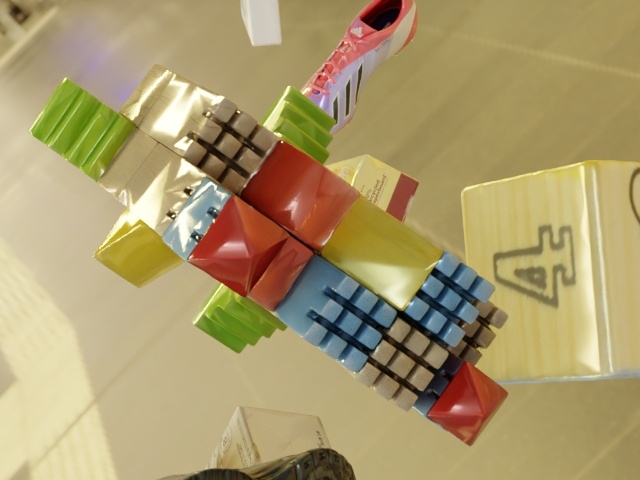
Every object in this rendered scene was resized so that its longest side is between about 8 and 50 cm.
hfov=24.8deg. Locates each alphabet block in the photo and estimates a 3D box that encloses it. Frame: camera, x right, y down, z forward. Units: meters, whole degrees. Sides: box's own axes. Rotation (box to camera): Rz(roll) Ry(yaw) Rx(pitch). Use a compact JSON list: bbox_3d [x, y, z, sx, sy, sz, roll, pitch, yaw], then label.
[{"bbox_3d":[0.268,0.035,1.395,0.193,0.192,0.197,-11,80,53],"label":"alphabet block"}]

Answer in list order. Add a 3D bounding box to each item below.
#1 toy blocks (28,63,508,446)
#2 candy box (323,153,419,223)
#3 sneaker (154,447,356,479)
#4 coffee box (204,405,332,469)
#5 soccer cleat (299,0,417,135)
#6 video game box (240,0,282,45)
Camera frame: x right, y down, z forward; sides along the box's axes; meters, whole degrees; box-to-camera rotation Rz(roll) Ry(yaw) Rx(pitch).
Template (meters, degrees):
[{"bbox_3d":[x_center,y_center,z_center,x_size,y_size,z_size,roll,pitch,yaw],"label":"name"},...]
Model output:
[{"bbox_3d":[0.006,0.018,1.004,0.191,0.381,0.261,-55,29,-1],"label":"toy blocks"},{"bbox_3d":[0.000,0.000,1.902,0.183,0.087,0.316,-66,17,-12],"label":"candy box"},{"bbox_3d":[-0.069,0.211,1.102,0.130,0.286,0.109,-8,75,33],"label":"sneaker"},{"bbox_3d":[-0.072,0.308,1.480,0.247,0.098,0.141,-63,31,29],"label":"coffee box"},{"bbox_3d":[0.037,-0.230,1.874,0.083,0.095,0.248,32,70,27],"label":"soccer cleat"},{"bbox_3d":[-0.091,-0.385,1.981,0.048,0.205,0.187,-8,21,-7],"label":"video game box"}]
